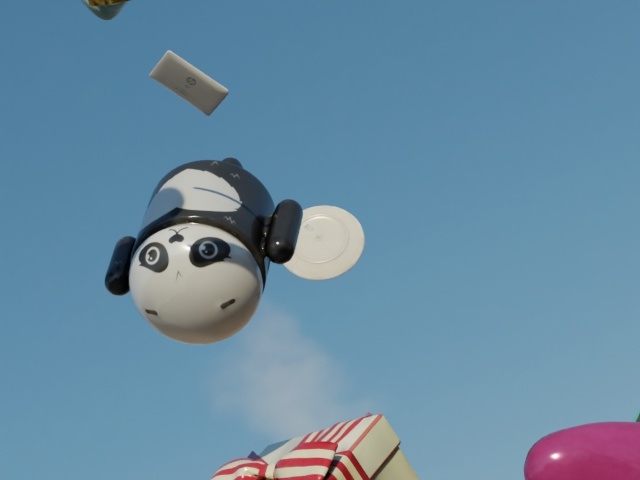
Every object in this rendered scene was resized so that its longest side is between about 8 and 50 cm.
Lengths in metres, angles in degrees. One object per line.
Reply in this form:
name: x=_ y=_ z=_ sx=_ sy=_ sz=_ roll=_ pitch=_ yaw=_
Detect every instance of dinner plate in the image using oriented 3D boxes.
dinner plate: x=0.000 y=0.000 z=2.220 sx=0.141 sy=0.141 sz=0.017 roll=-19 pitch=-34 yaw=-4

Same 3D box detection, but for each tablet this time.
tablet: x=-0.149 y=-0.178 z=1.573 sx=0.083 sy=0.006 sz=0.054 roll=33 pitch=-41 yaw=-13

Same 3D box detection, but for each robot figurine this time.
robot figurine: x=-0.146 y=0.006 z=1.743 sx=0.174 sy=0.278 sz=0.209 roll=31 pitch=-58 yaw=-15

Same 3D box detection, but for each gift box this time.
gift box: x=-0.002 y=0.367 z=1.746 sx=0.255 sy=0.258 sz=0.276 roll=-24 pitch=15 yaw=38

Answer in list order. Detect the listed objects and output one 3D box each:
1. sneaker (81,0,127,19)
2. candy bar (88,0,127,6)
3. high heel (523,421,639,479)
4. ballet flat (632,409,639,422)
sneaker: x=-0.378 y=-0.420 z=1.888 sx=0.135 sy=0.366 sz=0.150 roll=1 pitch=-59 yaw=-48
candy bar: x=-0.154 y=-0.260 z=1.375 sx=0.162 sy=0.018 sz=0.040 roll=-17 pitch=-17 yaw=-9
high heel: x=0.334 y=0.221 z=0.974 sx=0.377 sy=0.127 sz=0.181 roll=17 pitch=-2 yaw=-8
ballet flat: x=0.467 y=0.171 z=1.700 sx=0.096 sy=0.280 sz=0.095 roll=-7 pitch=-48 yaw=44
